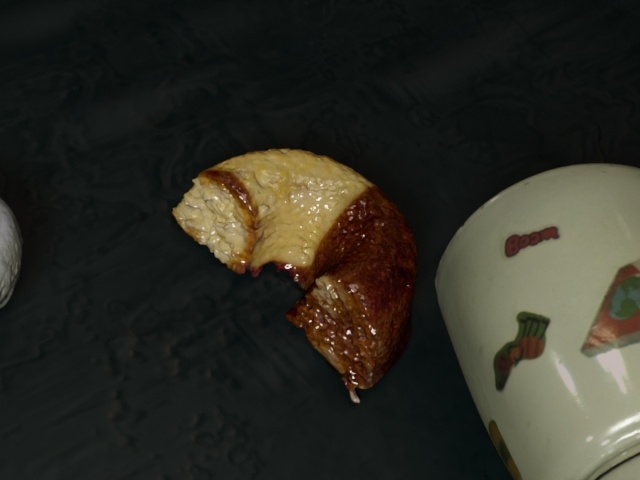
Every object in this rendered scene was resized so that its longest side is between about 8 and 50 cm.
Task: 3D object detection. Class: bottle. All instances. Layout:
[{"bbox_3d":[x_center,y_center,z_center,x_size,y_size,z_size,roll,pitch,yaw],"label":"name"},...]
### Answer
[{"bbox_3d":[0.222,0.137,0.999,0.229,0.229,0.351,2,43,-20],"label":"bottle"}]

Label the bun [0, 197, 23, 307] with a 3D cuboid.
[{"bbox_3d":[-0.276,0.018,1.008,0.141,0.083,0.141,5,45,-5],"label":"bun"}]

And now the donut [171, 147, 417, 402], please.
[{"bbox_3d":[-0.002,-0.001,1.129,0.217,0.085,0.141,39,48,16],"label":"donut"}]
